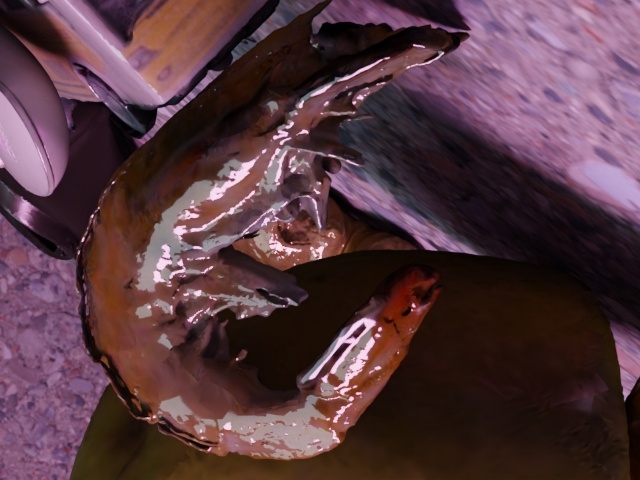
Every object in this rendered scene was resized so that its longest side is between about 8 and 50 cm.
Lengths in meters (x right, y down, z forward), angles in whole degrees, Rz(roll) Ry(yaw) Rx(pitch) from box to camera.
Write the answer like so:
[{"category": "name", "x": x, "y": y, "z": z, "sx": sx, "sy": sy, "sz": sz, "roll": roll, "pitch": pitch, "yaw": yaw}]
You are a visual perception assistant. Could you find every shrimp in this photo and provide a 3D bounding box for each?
[{"category": "shrimp", "x": -0.016, "y": 0.005, "z": 0.881, "sx": 0.058, "sy": 0.253, "sz": 0.173, "roll": -15, "pitch": -104, "yaw": -55}]

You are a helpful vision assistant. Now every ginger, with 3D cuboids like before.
[{"category": "ginger", "x": -0.005, "y": -0.005, "z": 1.287, "sx": 0.165, "sy": 0.067, "sz": 0.096, "roll": 9, "pitch": 153, "yaw": 43}]

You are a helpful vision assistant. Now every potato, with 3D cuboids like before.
[{"category": "potato", "x": 0.003, "y": 0.117, "z": 0.991, "sx": 0.280, "sy": 0.330, "sz": 0.213, "roll": -1, "pitch": 143, "yaw": 2}]

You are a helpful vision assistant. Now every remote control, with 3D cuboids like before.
[{"category": "remote control", "x": -0.173, "y": -0.093, "z": 0.993, "sx": 0.229, "sy": 0.044, "sz": 0.073, "roll": 46, "pitch": 161, "yaw": 52}]

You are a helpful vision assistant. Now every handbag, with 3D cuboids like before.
[{"category": "handbag", "x": -0.262, "y": -0.104, "z": 1.618, "sx": 0.257, "sy": 0.113, "sz": 0.285, "roll": 43, "pitch": 172, "yaw": 13}]

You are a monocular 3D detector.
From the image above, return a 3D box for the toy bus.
[{"category": "toy bus", "x": -0.127, "y": -0.136, "z": 1.028, "sx": 0.138, "sy": 0.097, "sz": 0.342, "roll": 48, "pitch": 169, "yaw": -16}]

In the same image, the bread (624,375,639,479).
[{"category": "bread", "x": 0.247, "y": 0.139, "z": 0.973, "sx": 0.210, "sy": 0.099, "sz": 0.235, "roll": 32, "pitch": 163, "yaw": 19}]
